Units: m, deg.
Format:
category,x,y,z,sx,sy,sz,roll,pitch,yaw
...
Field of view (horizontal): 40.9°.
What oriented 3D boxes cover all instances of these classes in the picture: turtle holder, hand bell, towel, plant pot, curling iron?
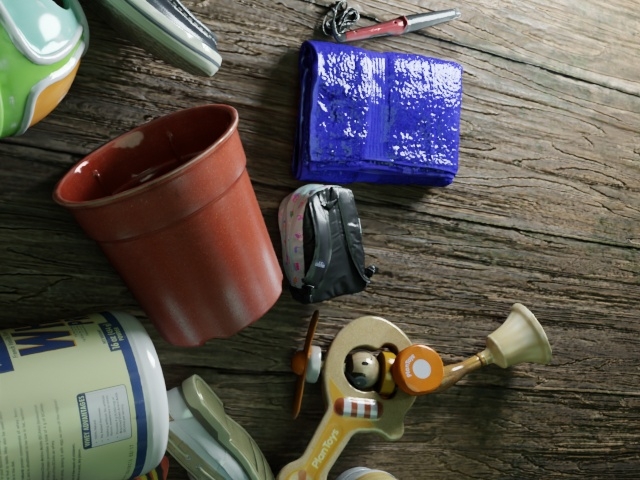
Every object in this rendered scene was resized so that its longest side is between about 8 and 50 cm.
category,x,y,z,sx,sy,sz,roll,pitch,yaw
turtle holder,-0.445,-0.279,1.082,0.320,0.243,0.227,45,53,16
hand bell,0.287,0.223,1.577,0.242,0.126,0.126,-25,107,-11
towel,0.105,-0.204,1.435,0.308,0.076,0.228,1,96,-27
plant pot,-0.192,-0.011,1.216,0.272,0.272,0.265,-33,118,-20
curling iron,0.127,-0.375,1.449,0.274,0.035,0.068,-10,101,-26

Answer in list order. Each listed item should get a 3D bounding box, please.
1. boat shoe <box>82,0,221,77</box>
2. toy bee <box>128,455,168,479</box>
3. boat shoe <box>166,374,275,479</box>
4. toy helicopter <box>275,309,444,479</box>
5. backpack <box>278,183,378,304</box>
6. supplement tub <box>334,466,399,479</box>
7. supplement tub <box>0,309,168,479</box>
category,x,y,z,sx,sy,sz,roll,pitch,yaw
boat shoe,-0.304,-0.418,1.143,0.500,0.187,0.156,44,82,-19
toy bee,-0.299,0.442,1.221,0.162,0.298,0.195,10,123,-21
boat shoe,-0.162,0.345,1.354,0.103,0.113,0.302,-30,113,2
toy helicopter,0.024,0.276,1.410,0.235,0.140,0.355,35,67,-3
backpack,0.000,0.000,1.384,0.152,0.115,0.182,-14,101,-37
supplement tub,0.106,0.473,1.445,0.144,0.199,0.144,-4,98,-27
supplement tub,-0.389,0.230,1.131,0.324,0.235,0.236,-9,100,-31
